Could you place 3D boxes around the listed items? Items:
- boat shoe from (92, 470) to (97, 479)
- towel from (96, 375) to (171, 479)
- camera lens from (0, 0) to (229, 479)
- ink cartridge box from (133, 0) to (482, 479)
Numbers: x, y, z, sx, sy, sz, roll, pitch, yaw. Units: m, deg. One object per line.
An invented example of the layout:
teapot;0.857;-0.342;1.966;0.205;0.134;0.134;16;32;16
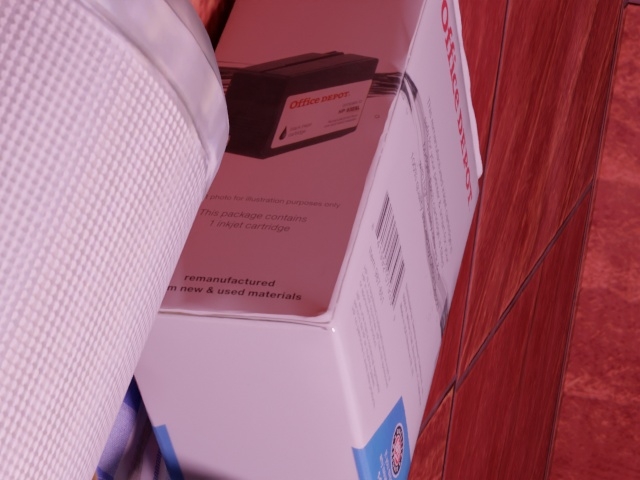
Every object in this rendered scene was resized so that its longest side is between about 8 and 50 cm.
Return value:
boat shoe;-0.142;0.039;0.808;0.089;0.104;0.285;-131;-131;-59
towel;-0.085;0.096;1.122;0.285;0.034;0.209;59;46;-67
camera lens;-0.162;0.023;0.477;0.219;0.219;0.274;70;36;-61
ink cartridge box;0.000;0.000;1.078;0.223;0.129;0.307;77;23;-46
